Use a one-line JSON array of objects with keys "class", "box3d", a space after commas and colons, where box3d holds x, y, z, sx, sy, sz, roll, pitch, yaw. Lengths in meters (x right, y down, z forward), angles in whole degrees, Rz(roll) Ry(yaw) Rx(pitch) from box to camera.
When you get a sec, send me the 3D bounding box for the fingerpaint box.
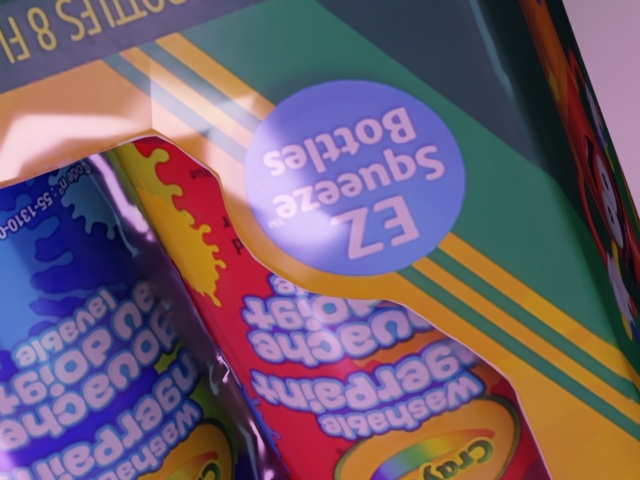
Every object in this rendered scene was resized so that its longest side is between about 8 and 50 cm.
[{"class": "fingerpaint box", "box3d": [-0.094, 0.064, 0.579, 0.445, 0.163, 0.371, -16, 118, 18]}]
